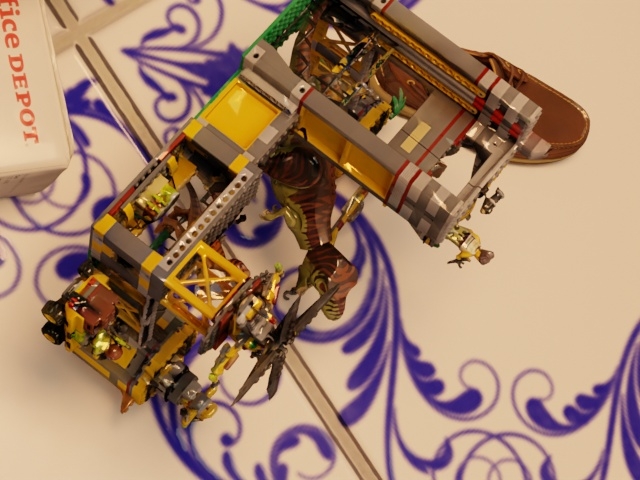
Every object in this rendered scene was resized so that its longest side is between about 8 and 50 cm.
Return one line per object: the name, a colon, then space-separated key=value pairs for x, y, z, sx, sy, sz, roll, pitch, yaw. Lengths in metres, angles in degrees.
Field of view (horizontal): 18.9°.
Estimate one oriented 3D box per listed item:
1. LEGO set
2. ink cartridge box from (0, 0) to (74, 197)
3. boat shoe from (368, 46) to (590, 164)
LEGO set: x=0.000 y=0.000 z=1.224 sx=0.192 sy=0.255 sz=0.331 roll=38 pitch=59 yaw=8
ink cartridge box: x=-0.283 y=-0.098 z=1.219 sx=0.219 sy=0.092 sz=0.160 roll=-8 pitch=82 yaw=-23
boat shoe: x=0.120 y=-0.103 z=1.397 sx=0.178 sy=0.060 sz=0.064 roll=19 pitch=72 yaw=-17
